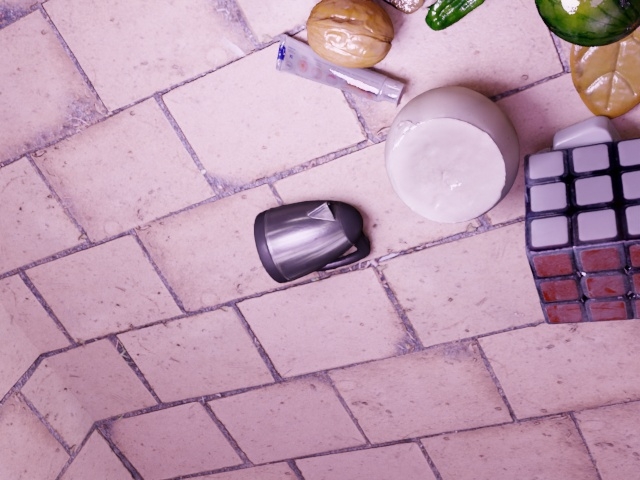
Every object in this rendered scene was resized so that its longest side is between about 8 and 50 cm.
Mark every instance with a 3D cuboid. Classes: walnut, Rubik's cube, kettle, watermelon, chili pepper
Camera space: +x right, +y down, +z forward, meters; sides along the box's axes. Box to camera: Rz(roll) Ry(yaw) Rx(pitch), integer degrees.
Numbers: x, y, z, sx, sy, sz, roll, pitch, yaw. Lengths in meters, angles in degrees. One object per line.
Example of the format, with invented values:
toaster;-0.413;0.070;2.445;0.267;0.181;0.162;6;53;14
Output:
walnut;0.066;-0.476;1.844;0.206;0.159;0.159;13;126;9
Rubik's cube;0.634;-0.016;1.832;0.303;0.301;0.305;-6;139;20
kettle;-0.006;0.000;2.160;0.271;0.207;0.251;-19;108;19
watermelon;0.547;-0.509;1.611;0.242;0.242;0.242;9;125;13
chili pepper;0.317;-0.550;1.758;0.100;0.074;0.257;37;127;-8

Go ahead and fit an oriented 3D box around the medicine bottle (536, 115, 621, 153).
medicine bottle;0.601;-0.210;1.889;0.183;0.069;0.119;-23;128;33

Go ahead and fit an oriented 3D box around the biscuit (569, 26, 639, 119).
biscuit;0.649;-0.379;1.780;0.203;0.041;0.260;8;129;12

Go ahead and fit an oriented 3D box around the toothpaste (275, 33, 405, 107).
toothpaste;0.044;-0.402;1.956;0.323;0.066;0.100;22;132;9

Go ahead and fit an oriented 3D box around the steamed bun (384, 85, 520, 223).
steamed bun;0.308;-0.205;1.908;0.324;0.206;0.324;7;125;10

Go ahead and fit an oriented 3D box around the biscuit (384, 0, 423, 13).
biscuit;0.167;-0.567;1.830;0.147;0.018;0.071;32;124;-3
